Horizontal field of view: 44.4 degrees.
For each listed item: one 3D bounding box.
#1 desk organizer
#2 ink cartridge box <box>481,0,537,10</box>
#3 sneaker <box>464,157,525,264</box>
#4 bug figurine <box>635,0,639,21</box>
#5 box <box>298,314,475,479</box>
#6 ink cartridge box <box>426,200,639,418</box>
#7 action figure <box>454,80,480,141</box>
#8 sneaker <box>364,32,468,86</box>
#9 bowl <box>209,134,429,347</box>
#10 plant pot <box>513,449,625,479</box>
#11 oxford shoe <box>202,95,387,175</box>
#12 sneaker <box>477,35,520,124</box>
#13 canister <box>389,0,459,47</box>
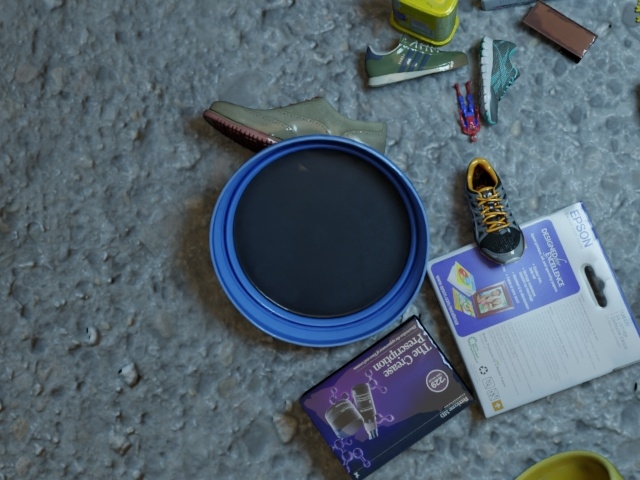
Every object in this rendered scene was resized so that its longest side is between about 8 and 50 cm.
[{"bbox_3d":[0.440,-0.385,1.450,0.130,0.047,0.050,35,94,8],"label":"desk organizer"},{"bbox_3d":[0.444,-0.612,1.434,0.330,0.071,0.324,-6,85,14],"label":"ink cartridge box"},{"bbox_3d":[0.300,-0.053,1.391,0.084,0.083,0.215,-19,57,5],"label":"sneaker"},{"bbox_3d":[0.686,-0.496,1.411,0.279,0.072,0.216,0,87,7],"label":"bug figurine"},{"bbox_3d":[0.121,0.285,1.428,0.261,0.103,0.184,-36,86,4],"label":"box"},{"bbox_3d":[0.383,0.125,1.420,0.307,0.072,0.303,-22,83,4],"label":"ink cartridge box"},{"bbox_3d":[0.278,-0.241,1.472,0.038,0.030,0.115,-12,87,2],"label":"action figure"},{"bbox_3d":[0.174,-0.347,1.464,0.192,0.064,0.086,-11,101,9],"label":"sneaker"},{"bbox_3d":[0.000,0.000,1.413,0.391,0.077,0.391,1,107,4],"label":"bowl"},{"bbox_3d":[0.445,0.526,1.311,0.254,0.254,0.239,-37,99,4],"label":"plant pot"},{"bbox_3d":[-0.044,-0.213,1.473,0.348,0.123,0.130,17,85,-2],"label":"oxford shoe"},{"bbox_3d":[0.332,-0.297,1.452,0.076,0.065,0.166,1,89,3],"label":"sneaker"},{"bbox_3d":[0.189,-0.422,1.421,0.126,0.170,0.073,26,91,8],"label":"canister"}]
